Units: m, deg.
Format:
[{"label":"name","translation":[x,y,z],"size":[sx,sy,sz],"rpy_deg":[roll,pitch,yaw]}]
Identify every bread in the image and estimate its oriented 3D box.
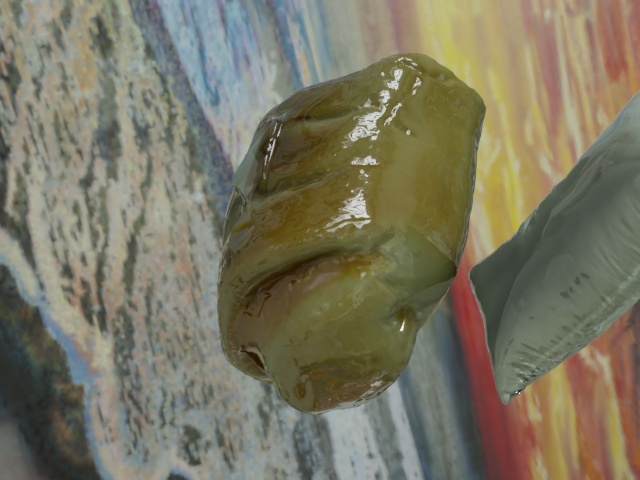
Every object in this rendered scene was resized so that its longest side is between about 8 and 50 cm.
[{"label":"bread","translation":[0.000,0.000,0.885],"size":[0.300,0.210,0.341],"rpy_deg":[-34,-146,53]}]

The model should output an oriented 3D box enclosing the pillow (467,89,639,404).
[{"label":"pillow","translation":[0.207,0.001,0.698],"size":[0.254,0.078,0.144],"rpy_deg":[-54,-146,32]}]
